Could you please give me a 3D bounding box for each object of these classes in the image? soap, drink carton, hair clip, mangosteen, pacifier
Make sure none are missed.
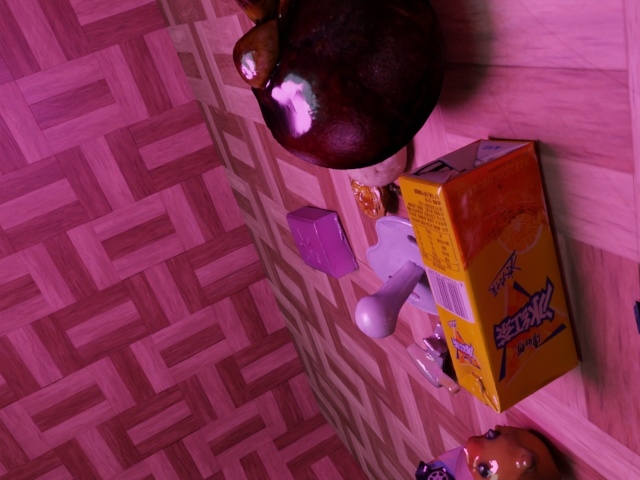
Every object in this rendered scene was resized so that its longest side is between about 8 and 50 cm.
[{"bbox_3d":[-0.002,0.001,1.659,0.181,0.081,0.259,68,164,-16],"label":"soap"},{"bbox_3d":[0.241,0.049,0.796,0.111,0.154,0.351,30,143,65],"label":"drink carton"},{"bbox_3d":[0.261,0.275,1.281,0.159,0.071,0.218,52,165,31],"label":"hair clip"},{"bbox_3d":[0.020,-0.239,0.799,0.297,0.293,0.297,47,144,50],"label":"mangosteen"},{"bbox_3d":[0.156,0.090,1.031,0.238,0.226,0.287,41,161,11],"label":"pacifier"}]

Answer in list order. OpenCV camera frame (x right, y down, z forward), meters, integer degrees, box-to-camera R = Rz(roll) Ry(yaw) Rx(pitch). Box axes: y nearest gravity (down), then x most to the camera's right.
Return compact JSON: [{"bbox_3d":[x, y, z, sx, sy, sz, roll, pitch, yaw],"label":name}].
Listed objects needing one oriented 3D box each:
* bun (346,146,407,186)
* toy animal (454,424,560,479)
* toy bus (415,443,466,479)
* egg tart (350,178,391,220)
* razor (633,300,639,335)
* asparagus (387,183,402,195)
[{"bbox_3d":[0.079,-0.182,1.038,0.164,0.111,0.188,53,165,44],"label":"bun"},{"bbox_3d":[0.346,0.438,1.085,0.169,0.195,0.281,15,151,14],"label":"toy animal"},{"bbox_3d":[0.379,0.604,1.219,0.386,0.162,0.171,35,151,61],"label":"toy bus"},{"bbox_3d":[0.108,-0.101,1.185,0.130,0.052,0.130,58,164,27],"label":"egg tart"},{"bbox_3d":[0.409,0.163,0.663,0.190,0.033,0.066,64,-150,-12],"label":"razor"},{"bbox_3d":[0.164,-0.087,1.093,0.127,0.015,0.018,40,150,56],"label":"asparagus"}]
